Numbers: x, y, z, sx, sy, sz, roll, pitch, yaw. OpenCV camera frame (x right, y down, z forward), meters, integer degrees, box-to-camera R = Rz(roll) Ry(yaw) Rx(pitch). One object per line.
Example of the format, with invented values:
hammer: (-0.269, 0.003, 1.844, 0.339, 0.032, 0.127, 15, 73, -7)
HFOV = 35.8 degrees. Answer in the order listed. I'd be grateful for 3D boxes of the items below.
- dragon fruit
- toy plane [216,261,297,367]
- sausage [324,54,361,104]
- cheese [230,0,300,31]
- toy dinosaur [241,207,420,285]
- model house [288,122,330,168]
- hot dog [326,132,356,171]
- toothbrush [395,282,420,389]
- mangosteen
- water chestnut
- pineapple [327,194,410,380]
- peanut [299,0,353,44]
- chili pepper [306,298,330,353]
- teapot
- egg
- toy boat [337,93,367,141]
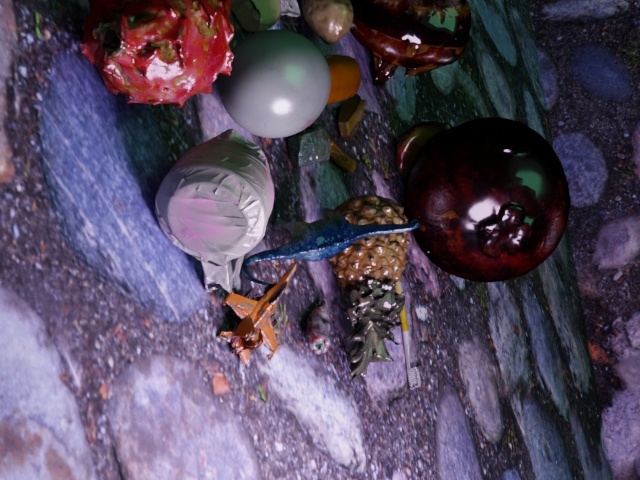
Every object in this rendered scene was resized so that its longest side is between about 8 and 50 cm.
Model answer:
dragon fruit: (-0.238, -0.286, 1.399, 0.268, 0.210, 0.205, -37, 135, -65)
toy plane: (-0.093, 0.106, 1.563, 0.135, 0.062, 0.188, 52, 47, -29)
sausage: (0.017, -0.327, 2.009, 0.238, 0.098, 0.098, -29, 100, -60)
cheese: (-0.101, -0.457, 1.908, 0.255, 0.050, 0.127, -13, 85, -63)
toy dinosaur: (-0.003, -0.003, 1.728, 0.363, 0.147, 0.076, -15, 109, -31)
model house: (-0.030, -0.180, 1.880, 0.083, 0.066, 0.079, -19, 102, -45)
hot dog: (0.033, -0.179, 2.019, 0.137, 0.028, 0.044, 43, 46, -46)
toothbrush: (0.177, 0.169, 2.078, 0.021, 0.024, 0.288, 20, 56, -55)
mangosteen: (0.363, -0.117, 2.239, 0.381, 0.381, 0.421, 37, 30, -48)
water chestnut: (0.192, -0.487, 2.288, 0.300, 0.300, 0.300, 39, 42, -47)
pineapple: (0.093, 0.094, 1.837, 0.169, 0.169, 0.340, 31, 50, -52)
peanut: (0.011, -0.539, 2.079, 0.111, 0.125, 0.274, 4, 67, -41)
chili pepper: (-0.003, 0.154, 1.738, 0.153, 0.041, 0.050, -91, 173, -61)
teapot: (-0.133, -0.054, 1.491, 0.221, 0.163, 0.178, 60, 25, -25)
egg: (-0.073, -0.272, 1.708, 0.183, 0.183, 0.264, 67, 20, -9)
toy boat: (0.067, -0.265, 2.113, 0.149, 0.047, 0.049, -67, 146, -48)
